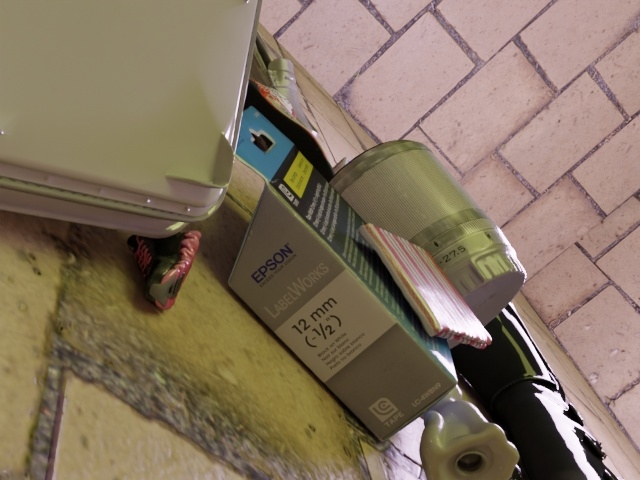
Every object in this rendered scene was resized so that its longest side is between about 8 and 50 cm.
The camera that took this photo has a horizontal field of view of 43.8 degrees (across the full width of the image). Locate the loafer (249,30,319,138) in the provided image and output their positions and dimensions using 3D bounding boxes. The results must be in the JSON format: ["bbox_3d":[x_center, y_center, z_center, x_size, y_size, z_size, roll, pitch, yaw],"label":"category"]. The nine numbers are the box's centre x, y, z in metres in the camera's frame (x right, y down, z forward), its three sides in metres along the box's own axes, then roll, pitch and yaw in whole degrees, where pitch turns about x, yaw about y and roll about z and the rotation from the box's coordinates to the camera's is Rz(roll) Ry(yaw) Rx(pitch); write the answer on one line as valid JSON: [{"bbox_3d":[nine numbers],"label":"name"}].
[{"bbox_3d":[-0.098,-0.324,1.626,0.319,0.111,0.112,52,13,18],"label":"loafer"}]

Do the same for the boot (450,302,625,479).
[{"bbox_3d":[0.303,0.267,1.184,0.367,0.146,0.445,43,18,-17],"label":"boot"}]

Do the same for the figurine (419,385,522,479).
[{"bbox_3d":[0.170,0.243,0.875,0.215,0.092,0.209,54,3,-13],"label":"figurine"}]

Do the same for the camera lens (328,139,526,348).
[{"bbox_3d":[0.135,0.006,1.164,0.274,0.219,0.219,54,13,25],"label":"camera lens"}]

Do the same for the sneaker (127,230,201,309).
[{"bbox_3d":[-0.135,0.017,0.653,0.057,0.047,0.119,24,16,-8],"label":"sneaker"}]

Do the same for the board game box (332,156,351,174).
[{"bbox_3d":[0.094,-0.067,1.636,0.193,0.053,0.305,47,13,-8],"label":"board game box"}]

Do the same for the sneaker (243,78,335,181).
[{"bbox_3d":[-0.052,-0.176,1.385,0.270,0.090,0.145,48,15,8],"label":"sneaker"}]

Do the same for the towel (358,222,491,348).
[{"bbox_3d":[0.119,0.058,0.897,0.144,0.029,0.197,56,16,26],"label":"towel"}]

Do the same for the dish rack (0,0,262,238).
[{"bbox_3d":[-0.147,-0.151,0.531,0.072,0.285,0.333,10,-1,34],"label":"dish rack"}]

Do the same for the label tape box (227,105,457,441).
[{"bbox_3d":[-0.008,0.021,0.890,0.347,0.115,0.249,45,13,-9],"label":"label tape box"}]
